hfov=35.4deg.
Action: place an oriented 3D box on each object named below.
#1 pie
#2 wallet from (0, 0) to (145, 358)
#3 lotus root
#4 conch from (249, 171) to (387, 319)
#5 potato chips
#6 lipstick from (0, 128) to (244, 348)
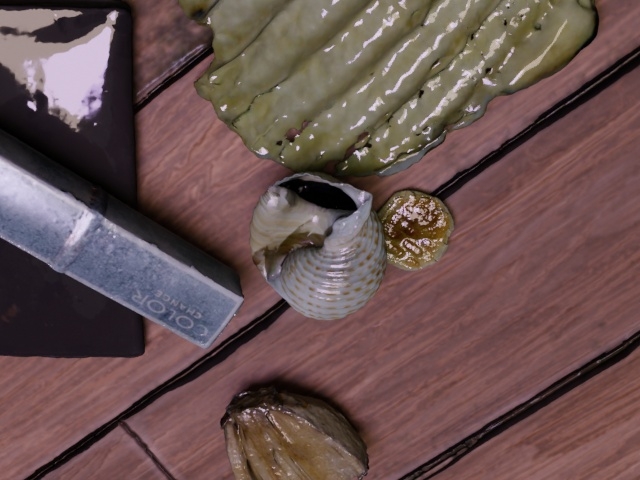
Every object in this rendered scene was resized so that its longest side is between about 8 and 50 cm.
[{"bbox_3d":[0.090,-0.009,0.987,0.084,0.020,0.084,1,111,2],"label":"pie"},{"bbox_3d":[-0.272,-0.047,0.971,0.197,0.051,0.377,1,112,-1],"label":"wallet"},{"bbox_3d":[-0.036,0.208,1.052,0.143,0.070,0.144,-24,113,17],"label":"lotus root"},{"bbox_3d":[0.001,-0.001,0.950,0.135,0.102,0.153,21,113,5],"label":"conch"},{"bbox_3d":[0.040,-0.233,0.844,0.389,0.097,0.373,-26,131,9],"label":"potato chips"},{"bbox_3d":[-0.204,0.000,0.928,0.290,0.076,0.077,33,103,-20],"label":"lipstick"}]
